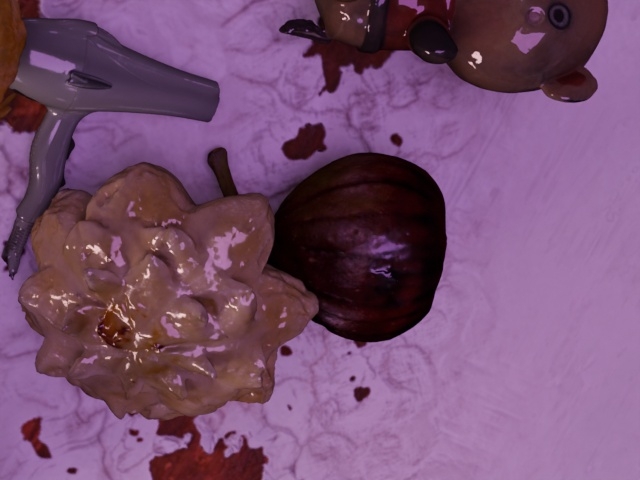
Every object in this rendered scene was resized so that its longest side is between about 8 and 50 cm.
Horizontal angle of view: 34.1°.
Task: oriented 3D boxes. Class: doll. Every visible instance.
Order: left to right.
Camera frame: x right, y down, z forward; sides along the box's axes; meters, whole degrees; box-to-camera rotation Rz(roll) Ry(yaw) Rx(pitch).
[{"bbox_3d":[0.132,-0.246,1.068,0.330,0.235,0.174,10,143,-10],"label":"doll"}]

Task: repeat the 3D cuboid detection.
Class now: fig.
[{"bbox_3d":[0.007,0.009,1.094,0.250,0.186,0.203,1,121,-9],"label":"fig"}]

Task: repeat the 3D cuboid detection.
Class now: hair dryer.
[{"bbox_3d":[-0.216,-0.098,1.068,0.229,0.092,0.267,-7,119,-21],"label":"hair dryer"}]

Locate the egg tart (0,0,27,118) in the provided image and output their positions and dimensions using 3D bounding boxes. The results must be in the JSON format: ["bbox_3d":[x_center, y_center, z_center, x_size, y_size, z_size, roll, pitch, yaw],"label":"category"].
[{"bbox_3d":[-0.405,-0.167,0.924,0.295,0.116,0.294,5,63,-9],"label":"egg tart"}]

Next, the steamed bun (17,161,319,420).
[{"bbox_3d":[-0.152,0.069,1.006,0.292,0.137,0.295,-34,105,20],"label":"steamed bun"}]
